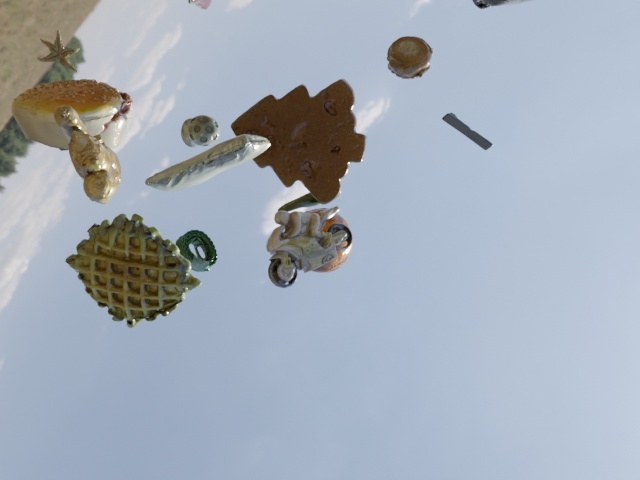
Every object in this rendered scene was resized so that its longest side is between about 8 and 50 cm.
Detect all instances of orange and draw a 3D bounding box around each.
[{"bbox_3d":[0.000,0.000,1.927,0.246,0.246,0.246,-33,-143,30],"label":"orange"}]

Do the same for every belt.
[{"bbox_3d":[-0.423,0.041,1.742,0.079,0.151,0.121,-31,-168,46],"label":"belt"}]

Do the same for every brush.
[{"bbox_3d":[0.458,-0.343,1.596,0.034,0.191,0.027,-42,-153,43],"label":"brush"}]

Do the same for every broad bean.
[{"bbox_3d":[-0.055,-0.151,2.073,0.318,0.098,0.055,-24,-119,28],"label":"broad bean"}]

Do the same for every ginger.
[{"bbox_3d":[-0.306,-0.110,0.699,0.053,0.176,0.193,-31,-106,-7],"label":"ginger"}]

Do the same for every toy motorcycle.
[{"bbox_3d":[-0.053,-0.007,1.615,0.341,0.222,0.108,-28,180,-32],"label":"toy motorcycle"}]

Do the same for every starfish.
[{"bbox_3d":[-0.549,-0.389,1.074,0.092,0.086,0.016,-18,-158,7],"label":"starfish"}]

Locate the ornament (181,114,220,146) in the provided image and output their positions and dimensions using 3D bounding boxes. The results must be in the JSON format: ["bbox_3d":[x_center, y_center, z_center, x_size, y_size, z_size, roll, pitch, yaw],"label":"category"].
[{"bbox_3d":[-0.283,-0.259,1.216,0.156,0.081,0.074,14,-80,62],"label":"ornament"}]

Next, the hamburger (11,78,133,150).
[{"bbox_3d":[-0.587,-0.305,1.214,0.295,0.227,0.151,22,-62,29],"label":"hamburger"}]

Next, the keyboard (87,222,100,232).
[{"bbox_3d":[-0.789,-0.025,1.930,0.055,0.166,0.017,-66,173,-54],"label":"keyboard"}]

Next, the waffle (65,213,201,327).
[{"bbox_3d":[-0.351,0.058,0.958,0.208,0.214,0.054,-32,-167,20],"label":"waffle"}]

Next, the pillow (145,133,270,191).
[{"bbox_3d":[-0.210,-0.145,0.975,0.229,0.050,0.128,-21,-179,12],"label":"pillow"}]

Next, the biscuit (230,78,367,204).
[{"bbox_3d":[-0.047,-0.235,1.135,0.043,0.302,0.277,-93,-163,-78],"label":"biscuit"}]

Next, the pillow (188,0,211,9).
[{"bbox_3d":[-0.326,-0.745,1.430,0.171,0.075,0.179,-87,-161,-72],"label":"pillow"}]

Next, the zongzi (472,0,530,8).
[{"bbox_3d":[0.397,-0.558,1.049,0.286,0.134,0.288,-16,-157,-2],"label":"zongzi"}]

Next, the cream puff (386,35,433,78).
[{"bbox_3d":[0.309,-0.632,1.789,0.150,0.115,0.165,-32,-111,-5],"label":"cream puff"}]
